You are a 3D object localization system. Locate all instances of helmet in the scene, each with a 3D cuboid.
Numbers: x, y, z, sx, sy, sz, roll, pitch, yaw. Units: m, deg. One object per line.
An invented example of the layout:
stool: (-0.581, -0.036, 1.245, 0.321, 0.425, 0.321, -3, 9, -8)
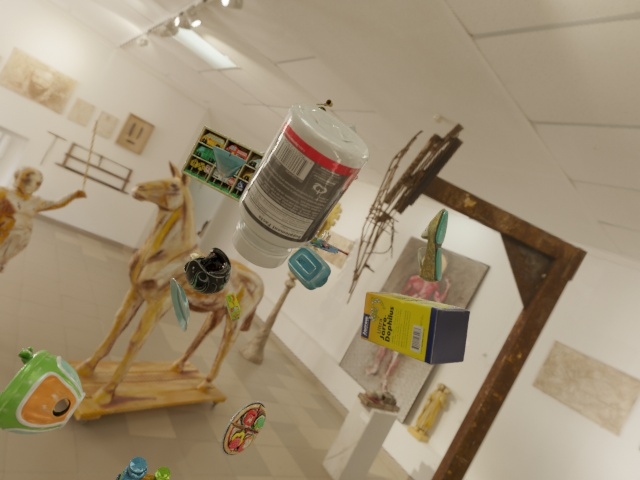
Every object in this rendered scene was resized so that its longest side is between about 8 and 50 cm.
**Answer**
helmet: (-0.422, 0.121, 1.510, 0.169, 0.161, 0.169, 22, 45, -24)

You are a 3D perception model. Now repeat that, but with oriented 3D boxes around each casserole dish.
casserole dish: (-0.046, 0.089, 1.407, 0.188, 0.114, 0.037, 44, -6, 39)

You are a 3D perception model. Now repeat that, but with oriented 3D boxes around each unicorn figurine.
unicorn figurine: (0.000, 0.000, 2.179, 0.060, 0.111, 0.162, 20, -6, -13)

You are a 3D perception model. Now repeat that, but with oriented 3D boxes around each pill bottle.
pill bottle: (-0.057, -0.096, 0.823, 0.176, 0.318, 0.176, 27, 30, -17)

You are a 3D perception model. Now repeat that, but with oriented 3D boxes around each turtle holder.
turtle holder: (-0.884, 0.491, 1.260, 0.227, 0.320, 0.243, 35, 33, -17)

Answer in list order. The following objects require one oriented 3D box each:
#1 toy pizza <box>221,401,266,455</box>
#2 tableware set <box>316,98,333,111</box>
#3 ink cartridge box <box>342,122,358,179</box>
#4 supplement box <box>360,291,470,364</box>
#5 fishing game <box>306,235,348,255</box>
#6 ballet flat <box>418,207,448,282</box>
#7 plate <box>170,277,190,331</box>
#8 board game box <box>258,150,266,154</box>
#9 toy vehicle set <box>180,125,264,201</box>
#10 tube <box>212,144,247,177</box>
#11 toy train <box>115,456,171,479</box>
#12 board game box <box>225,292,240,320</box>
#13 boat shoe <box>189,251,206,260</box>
toy pizza: (-0.259, 0.662, 1.416, 0.032, 0.201, 0.201, 21, -4, 34)
tableware set: (0.013, -0.400, 1.369, 0.104, 0.154, 0.024, 8, -4, 28)
ink cartridge box: (0.028, -0.270, 1.256, 0.127, 0.176, 0.128, -27, 35, -36)
supplement box: (0.349, 0.321, 1.541, 0.194, 0.195, 0.356, 9, -2, -36)
fishing game: (-0.026, -0.007, 1.279, 0.189, 0.041, 0.264, 26, 7, 36)
ballet flat: (0.516, 0.020, 1.884, 0.123, 0.349, 0.123, 6, 0, 0)
plate: (-0.477, 0.218, 1.385, 0.024, 0.188, 0.188, -14, 25, -31)
board game box: (-0.303, -0.371, 2.264, 0.224, 0.098, 0.303, -9, -22, -9)
toy vehicle set: (-0.281, -0.226, 1.260, 0.266, 0.166, 0.035, 27, 1, 8)
tube: (-0.224, -0.190, 0.978, 0.080, 0.052, 0.207, 19, -3, -15)
toy train: (-0.508, 0.769, 1.272, 0.248, 0.143, 0.105, 27, 22, -17)
board game box: (-0.423, 0.324, 1.960, 0.092, 0.043, 0.181, 65, -20, 18)
boat shoe: (-0.515, 0.093, 1.777, 0.170, 0.063, 0.059, 34, -33, 21)
